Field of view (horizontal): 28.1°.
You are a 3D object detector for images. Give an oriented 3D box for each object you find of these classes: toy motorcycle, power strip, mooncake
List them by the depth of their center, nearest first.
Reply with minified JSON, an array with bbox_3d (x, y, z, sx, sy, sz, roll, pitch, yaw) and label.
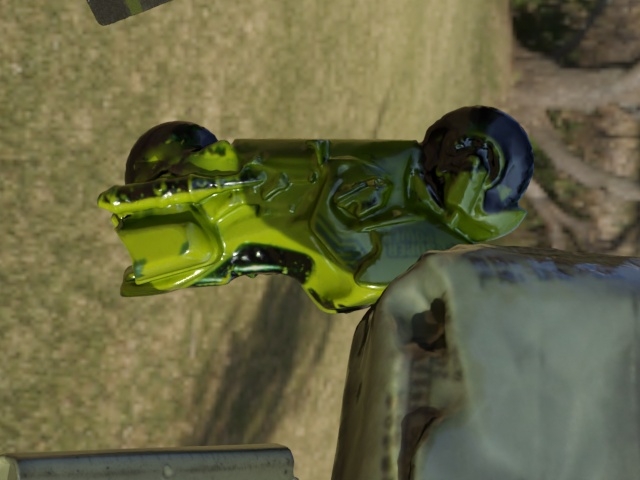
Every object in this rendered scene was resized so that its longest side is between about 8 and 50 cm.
[{"bbox_3d":[0.123,0.124,0.598,0.136,0.255,0.250,115,-17,-52],"label":"mooncake"},{"bbox_3d":[-0.099,0.184,0.850,0.268,0.034,0.092,5,87,-41],"label":"power strip"},{"bbox_3d":[0.000,0.000,1.034,0.142,0.343,0.206,38,52,-79],"label":"toy motorcycle"}]

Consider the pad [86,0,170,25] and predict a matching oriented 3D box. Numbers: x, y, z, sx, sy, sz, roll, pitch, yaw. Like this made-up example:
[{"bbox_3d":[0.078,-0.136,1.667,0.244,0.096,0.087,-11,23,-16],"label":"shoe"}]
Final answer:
[{"bbox_3d":[-0.101,-0.240,0.873,0.142,0.211,0.003,63,28,-21],"label":"pad"}]
